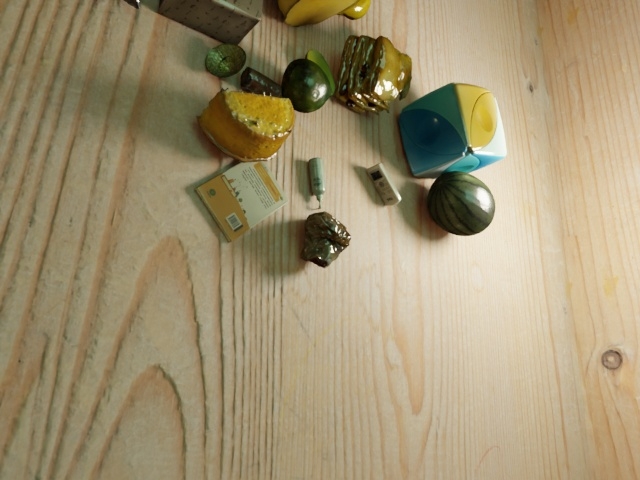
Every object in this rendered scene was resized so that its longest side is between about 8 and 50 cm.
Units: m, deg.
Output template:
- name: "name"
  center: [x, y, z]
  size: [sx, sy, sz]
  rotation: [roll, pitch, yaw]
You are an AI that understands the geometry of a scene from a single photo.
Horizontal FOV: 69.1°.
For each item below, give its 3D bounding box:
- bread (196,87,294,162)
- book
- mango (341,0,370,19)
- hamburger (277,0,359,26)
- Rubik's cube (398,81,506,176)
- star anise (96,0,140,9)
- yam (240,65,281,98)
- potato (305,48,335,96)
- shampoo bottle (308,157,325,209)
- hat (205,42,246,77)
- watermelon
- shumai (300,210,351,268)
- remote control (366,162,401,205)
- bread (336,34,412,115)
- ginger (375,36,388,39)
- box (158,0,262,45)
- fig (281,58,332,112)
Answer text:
- name: "bread"
  center: [-0.219, -0.368, 1.547]
  size: [0.340, 0.194, 0.179]
  rotation: [-7, 69, -43]
- name: "book"
  center: [-0.256, -0.153, 1.579]
  size: [0.295, 0.020, 0.208]
  rotation: [-39, 103, -39]
- name: "mango"
  center: [0.110, -1.070, 2.058]
  size: [0.262, 0.130, 0.167]
  rotation: [-7, 87, -34]
- name: "hamburger"
  center: [-0.030, -1.035, 1.779]
  size: [0.395, 0.395, 0.277]
  rotation: [-26, 96, -40]
- name: "Rubik's cube"
  center: [0.610, -0.494, 2.154]
  size: [0.347, 0.351, 0.352]
  rotation: [-6, 79, -40]
- name: "star anise"
  center: [-0.625, -0.812, 1.426]
  size: [0.236, 0.093, 0.229]
  rotation: [-33, 93, -43]
- name: "yam"
  center: [-0.219, -0.565, 1.690]
  size: [0.141, 0.079, 0.079]
  rotation: [19, 67, -35]
- name: "potato"
  center: [-0.008, -0.680, 1.904]
  size: [0.198, 0.054, 0.119]
  rotation: [53, 51, -20]
- name: "shampoo bottle"
  center: [-0.009, -0.217, 1.773]
  size: [0.056, 0.056, 0.195]
  rotation: [2, 76, -38]
- name: "hat"
  center: [-0.325, -0.611, 1.629]
  size: [0.146, 0.067, 0.146]
  rotation: [-1, 71, 4]
- name: "watermelon"
  center: [0.654, -0.160, 2.143]
  size: [0.359, 0.279, 0.279]
  rotation: [30, 61, -28]
- name: "shumai"
  center: [-0.003, -0.002, 1.687]
  size: [0.184, 0.218, 0.185]
  rotation: [43, 97, -9]
- name: "remote control"
  center: [0.272, -0.236, 1.983]
  size: [0.029, 0.087, 0.190]
  rotation: [-39, 104, -35]
- name: "bread"
  center: [0.257, -0.698, 1.989]
  size: [0.370, 0.191, 0.314]
  rotation: [8, 91, -40]
- name: "ginger"
  center: [0.221, -0.834, 2.103]
  size: [0.193, 0.115, 0.123]
  rotation: [-26, 111, -29]
- name: "box"
  center: [-0.367, -0.846, 1.574]
  size: [0.297, 0.190, 0.225]
  rotation: [12, 71, -35]
- name: "fig"
  center: [-0.034, -0.584, 1.768]
  size: [0.245, 0.195, 0.195]
  rotation: [-9, 84, -37]
